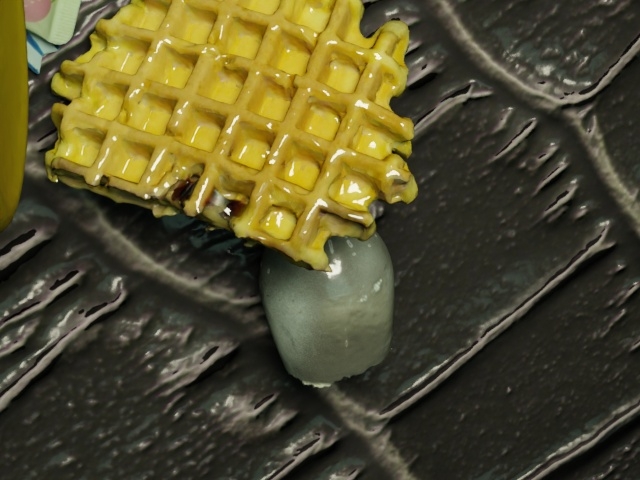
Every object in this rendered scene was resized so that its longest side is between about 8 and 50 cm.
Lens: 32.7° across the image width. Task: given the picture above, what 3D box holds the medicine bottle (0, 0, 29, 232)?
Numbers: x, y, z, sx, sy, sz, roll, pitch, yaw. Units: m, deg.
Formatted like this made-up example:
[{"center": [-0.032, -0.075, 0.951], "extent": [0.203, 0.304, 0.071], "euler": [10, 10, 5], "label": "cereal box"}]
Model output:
[{"center": [-0.393, -0.107, 0.693], "extent": [0.385, 0.224, 0.224], "euler": [-1, 108, -8], "label": "medicine bottle"}]

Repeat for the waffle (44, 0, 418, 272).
[{"center": [-0.068, -0.095, 0.850], "extent": [0.309, 0.065, 0.283], "euler": [-25, 74, 3], "label": "waffle"}]

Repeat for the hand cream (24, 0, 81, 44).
[{"center": [-0.310, -0.249, 0.790], "extent": [0.306, 0.093, 0.147], "euler": [10, 102, -33], "label": "hand cream"}]

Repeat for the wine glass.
[{"center": [0.000, 0.000, 0.968], "extent": [0.126, 0.126, 0.241], "euler": [-16, 114, -17], "label": "wine glass"}]

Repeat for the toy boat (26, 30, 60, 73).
[{"center": [-0.318, -0.069, 0.868], "extent": [0.220, 0.067, 0.291], "euler": [38, 79, -26], "label": "toy boat"}]
